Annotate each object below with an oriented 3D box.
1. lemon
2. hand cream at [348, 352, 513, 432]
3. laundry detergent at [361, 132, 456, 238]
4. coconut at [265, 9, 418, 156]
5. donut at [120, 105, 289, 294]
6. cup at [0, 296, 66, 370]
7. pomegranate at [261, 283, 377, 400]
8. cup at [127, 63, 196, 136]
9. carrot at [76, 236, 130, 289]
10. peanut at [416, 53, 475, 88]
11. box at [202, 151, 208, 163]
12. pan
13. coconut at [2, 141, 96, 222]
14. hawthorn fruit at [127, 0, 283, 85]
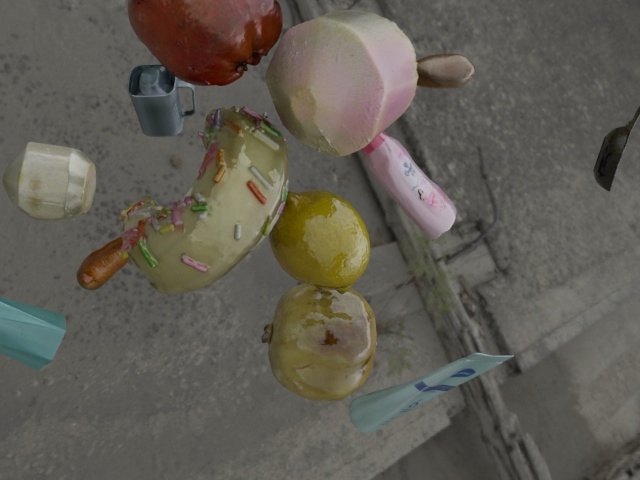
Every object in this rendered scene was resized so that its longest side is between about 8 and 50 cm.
[{"bbox_3d":[0.000,0.000,1.258,0.244,0.187,0.187,54,38,-23],"label":"lemon"},{"bbox_3d":[0.171,0.253,1.124,0.109,0.321,0.067,13,52,-41],"label":"hand cream"},{"bbox_3d":[0.189,-0.158,1.542,0.335,0.088,0.159,47,32,-15],"label":"laundry detergent"},{"bbox_3d":[0.029,-0.270,1.111,0.233,0.233,0.245,55,42,-1],"label":"coconut"},{"bbox_3d":[-0.209,-0.065,1.158,0.150,0.371,0.307,37,12,-37],"label":"donut"},{"bbox_3d":[-0.751,0.206,1.553,0.236,0.134,0.148,29,70,-32],"label":"cup"},{"bbox_3d":[-0.001,0.266,1.752,0.333,0.332,0.332,25,49,-32],"label":"pomegranate"},{"bbox_3d":[-0.320,-0.290,1.344,0.128,0.129,0.095,-3,57,-3],"label":"cup"},{"bbox_3d":[-0.545,0.051,1.669,0.087,0.193,0.087,43,21,-21],"label":"carrot"},{"bbox_3d":[0.260,-0.365,1.411,0.152,0.076,0.076,-5,61,-4],"label":"peanut"},{"bbox_3d":[-0.198,-0.186,1.593,0.148,0.129,0.210,59,16,-27],"label":"box"},{"bbox_3d":[0.586,-0.201,1.287,0.048,0.202,0.128,20,28,18],"label":"pan"},{"bbox_3d":[-0.734,-0.154,1.763,0.241,0.241,0.241,25,49,-32],"label":"coconut"},{"bbox_3d":[-0.209,-0.372,1.017,0.299,0.211,0.211,33,44,-13],"label":"hawthorn fruit"}]
